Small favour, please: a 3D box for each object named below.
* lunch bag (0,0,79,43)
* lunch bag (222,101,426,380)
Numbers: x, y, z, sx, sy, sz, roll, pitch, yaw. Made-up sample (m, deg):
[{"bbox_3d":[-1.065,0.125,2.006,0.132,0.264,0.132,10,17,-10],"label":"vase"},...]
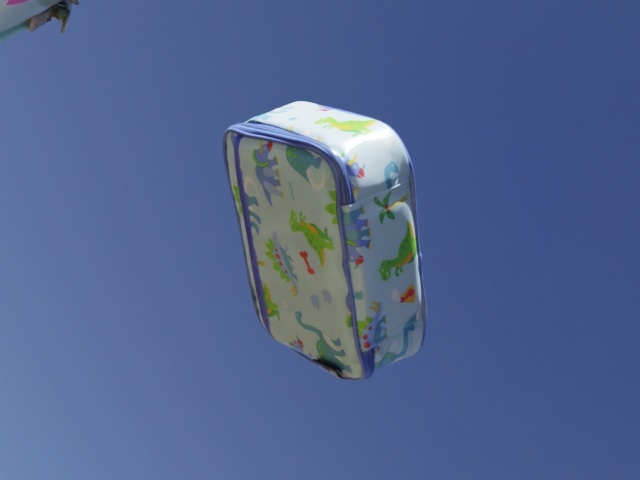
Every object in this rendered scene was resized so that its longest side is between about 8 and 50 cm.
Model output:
[{"bbox_3d":[-0.218,-0.236,0.552,0.108,0.224,0.279,-37,-78,32],"label":"lunch bag"},{"bbox_3d":[0.000,0.000,0.866,0.176,0.090,0.219,25,-50,48],"label":"lunch bag"}]
